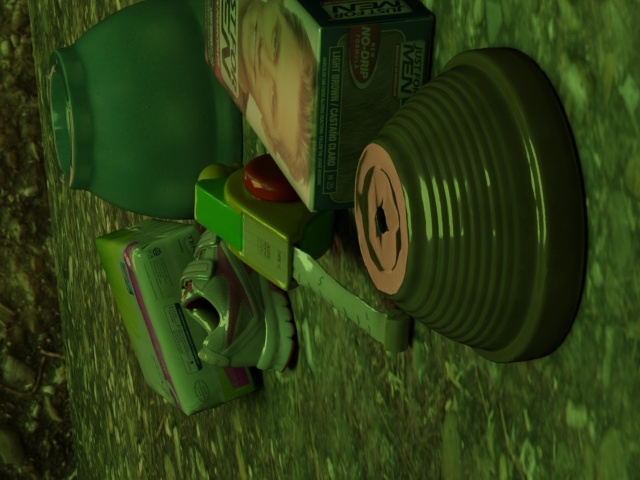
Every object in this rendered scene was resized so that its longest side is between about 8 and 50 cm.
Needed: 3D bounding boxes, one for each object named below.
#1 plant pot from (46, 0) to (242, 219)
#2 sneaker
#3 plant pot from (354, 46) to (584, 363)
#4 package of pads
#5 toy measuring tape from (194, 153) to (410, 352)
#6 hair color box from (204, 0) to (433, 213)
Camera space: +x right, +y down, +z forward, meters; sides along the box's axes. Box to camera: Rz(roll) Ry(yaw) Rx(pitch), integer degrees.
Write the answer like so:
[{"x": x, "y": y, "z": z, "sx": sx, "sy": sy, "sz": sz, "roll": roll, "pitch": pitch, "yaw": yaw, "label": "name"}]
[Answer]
[{"x": -0.230, "y": -0.159, "z": 2.060, "sx": 0.293, "sy": 0.196, "sz": 0.293, "roll": 173, "pitch": 90, "yaw": -72, "label": "plant pot"}, {"x": -0.108, "y": 0.033, "z": 1.884, "sx": 0.103, "sy": 0.111, "sz": 0.252, "roll": 116, "pitch": 143, "yaw": -60, "label": "sneaker"}, {"x": 0.095, "y": -0.022, "z": 1.226, "sx": 0.237, "sy": 0.110, "sz": 0.237, "roll": 174, "pitch": 90, "yaw": -72, "label": "plant pot"}, {"x": -0.185, "y": 0.094, "z": 2.105, "sx": 0.296, "sy": 0.101, "sz": 0.229, "roll": -168, "pitch": 58, "yaw": -73, "label": "package of pads"}, {"x": 0.000, "y": 0.000, "z": 1.607, "sx": 0.330, "sy": 0.121, "sz": 0.121, "roll": 34, "pitch": 132, "yaw": 39, "label": "toy measuring tape"}, {"x": -0.013, "y": -0.181, "z": 1.513, "sx": 0.347, "sy": 0.105, "sz": 0.174, "roll": -126, "pitch": 33, "yaw": -56, "label": "hair color box"}]
